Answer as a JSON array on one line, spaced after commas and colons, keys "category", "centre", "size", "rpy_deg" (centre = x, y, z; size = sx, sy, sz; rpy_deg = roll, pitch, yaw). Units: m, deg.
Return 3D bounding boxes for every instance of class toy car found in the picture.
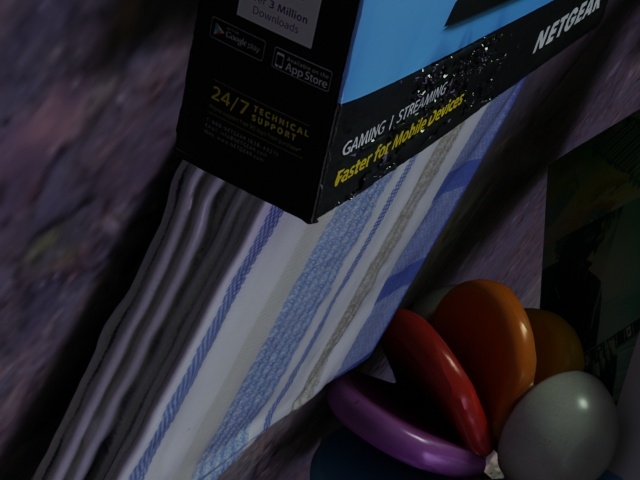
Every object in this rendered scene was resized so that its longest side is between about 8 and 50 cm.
[{"category": "toy car", "centre": [0.065, 0.103, 0.844], "size": [0.136, 0.159, 0.182], "rpy_deg": [34, 94, -42]}]

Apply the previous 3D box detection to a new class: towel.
[{"category": "towel", "centre": [0.000, 0.000, 0.561], "size": [0.209, 0.034, 0.285], "rpy_deg": [-61, 166, 22]}]

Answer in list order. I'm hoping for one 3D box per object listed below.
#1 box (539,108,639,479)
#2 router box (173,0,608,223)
[{"category": "box", "centre": [0.210, 0.061, 0.849], "size": [0.232, 0.058, 0.322], "rpy_deg": [-34, -138, 55]}, {"category": "router box", "centre": [0.039, -0.098, 0.372], "size": [0.179, 0.046, 0.133], "rpy_deg": [-36, 146, -50]}]
